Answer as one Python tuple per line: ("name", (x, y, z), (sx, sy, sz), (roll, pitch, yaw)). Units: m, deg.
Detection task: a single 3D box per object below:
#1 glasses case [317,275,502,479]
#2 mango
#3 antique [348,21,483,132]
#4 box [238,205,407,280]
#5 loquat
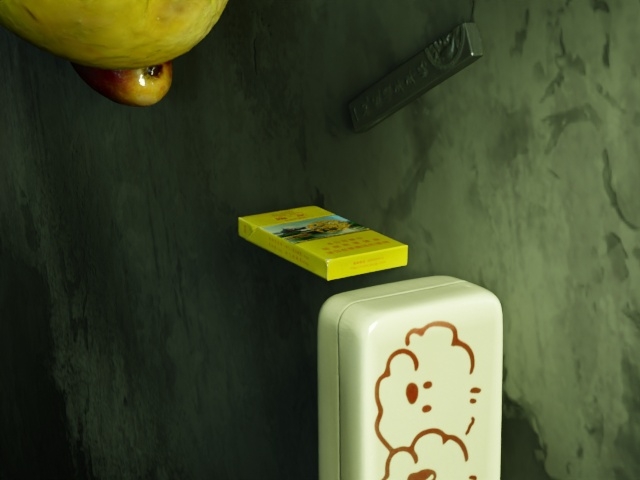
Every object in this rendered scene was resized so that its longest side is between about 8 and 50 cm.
("glasses case", (0.074, 0.202, 1.194), (0.076, 0.144, 0.336), (21, 116, 55))
("mango", (-0.239, -0.250, 1.615), (0.133, 0.111, 0.267), (105, 148, -53))
("antique", (0.076, -0.135, 1.220), (0.192, 0.015, 0.031), (-29, 73, 57))
("box", (0.000, 0.000, 1.313), (0.155, 0.087, 0.023), (25, 122, 53))
("loquat", (-0.219, -0.293, 1.395), (0.284, 0.276, 0.276), (6, 109, 12))
